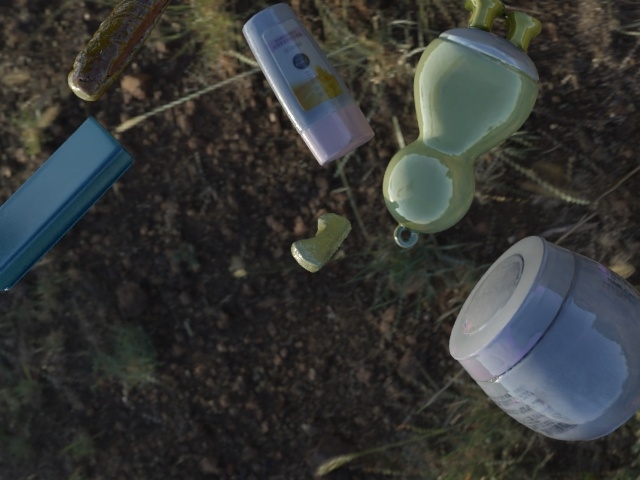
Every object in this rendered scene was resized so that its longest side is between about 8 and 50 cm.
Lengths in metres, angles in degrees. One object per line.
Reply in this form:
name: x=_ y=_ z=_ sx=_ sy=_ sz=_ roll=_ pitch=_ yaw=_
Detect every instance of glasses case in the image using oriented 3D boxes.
glasses case: x=-0.435 y=-0.055 z=1.725 sx=0.301 sy=0.070 sz=0.117 roll=-44 pitch=50 yaw=-3

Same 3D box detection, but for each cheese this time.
cheese: x=0.000 y=0.000 z=1.211 sx=0.044 sy=0.083 sz=0.030 roll=36 pitch=143 yaw=3

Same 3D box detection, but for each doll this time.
doll: x=0.151 y=-0.130 z=1.206 sx=0.141 sy=0.117 sz=0.296 roll=25 pitch=99 yaw=-16

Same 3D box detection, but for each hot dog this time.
hot dog: x=-0.337 y=-0.366 z=1.829 sx=0.088 sy=0.061 sz=0.285 roll=20 pitch=72 yaw=27

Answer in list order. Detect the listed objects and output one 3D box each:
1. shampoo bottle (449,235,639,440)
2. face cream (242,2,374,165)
shampoo bottle: x=0.360 y=0.150 z=1.630 sx=0.266 sy=0.273 sz=0.273 roll=37 pitch=122 yaw=-10
face cream: x=-0.017 y=-0.191 z=1.295 sx=0.198 sy=0.084 sz=0.057 roll=57 pitch=160 yaw=5
